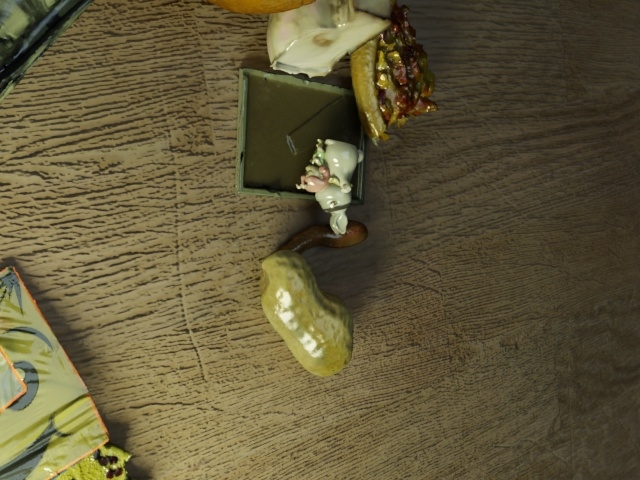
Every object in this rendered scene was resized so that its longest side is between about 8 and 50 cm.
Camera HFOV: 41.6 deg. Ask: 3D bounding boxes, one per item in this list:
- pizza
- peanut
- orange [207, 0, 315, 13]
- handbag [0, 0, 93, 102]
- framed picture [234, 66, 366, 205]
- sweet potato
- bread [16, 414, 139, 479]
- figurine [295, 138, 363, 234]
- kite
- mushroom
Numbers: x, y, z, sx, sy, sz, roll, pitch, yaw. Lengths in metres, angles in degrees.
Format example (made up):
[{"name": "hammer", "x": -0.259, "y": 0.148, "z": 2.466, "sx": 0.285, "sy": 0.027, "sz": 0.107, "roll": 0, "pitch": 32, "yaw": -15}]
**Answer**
[{"name": "pizza", "x": 0.144, "y": -0.306, "z": 1.513, "sx": 0.229, "sy": 0.081, "sz": 0.289, "roll": 15, "pitch": 74, "yaw": -49}, {"name": "peanut", "x": -0.022, "y": 0.114, "z": 1.362, "sx": 0.236, "sy": 0.120, "sz": 0.110, "roll": 63, "pitch": 28, "yaw": -22}, {"name": "orange", "x": -0.100, "y": -0.486, "z": 1.132, "sx": 0.322, "sy": 0.322, "sz": 0.357, "roll": -30, "pitch": 85, "yaw": -37}, {"name": "handbag", "x": -0.399, "y": -0.371, "z": 0.976, "sx": 0.327, "sy": 0.163, "sz": 0.325, "roll": -56, "pitch": 133, "yaw": -22}, {"name": "framed picture", "x": -0.024, "y": -0.169, "z": 1.416, "sx": 0.281, "sy": 0.019, "sz": 0.208, "roll": 5, "pitch": 88, "yaw": -42}, {"name": "sweet potato", "x": 0.000, "y": 0.000, "z": 1.426, "sx": 0.214, "sy": 0.050, "sz": 0.050, "roll": -14, "pitch": 100, "yaw": -36}, {"name": "bread", "x": -0.316, "y": 0.310, "z": 1.148, "sx": 0.226, "sy": 0.049, "sz": 0.088, "roll": 35, "pitch": 68, "yaw": -37}, {"name": "figurine", "x": 0.010, "y": -0.090, "z": 1.401, "sx": 0.098, "sy": 0.081, "sz": 0.146, "roll": 14, "pitch": 86, "yaw": 1}, {"name": "kite", "x": -0.430, "y": 0.183, "z": 1.034, "sx": 0.378, "sy": 0.013, "sz": 0.327, "roll": 23, "pitch": 68, "yaw": -27}, {"name": "mushroom", "x": -0.016, "y": -0.369, "z": 1.307, "sx": 0.162, "sy": 0.236, "sz": 0.173, "roll": -16, "pitch": 86, "yaw": -29}]
